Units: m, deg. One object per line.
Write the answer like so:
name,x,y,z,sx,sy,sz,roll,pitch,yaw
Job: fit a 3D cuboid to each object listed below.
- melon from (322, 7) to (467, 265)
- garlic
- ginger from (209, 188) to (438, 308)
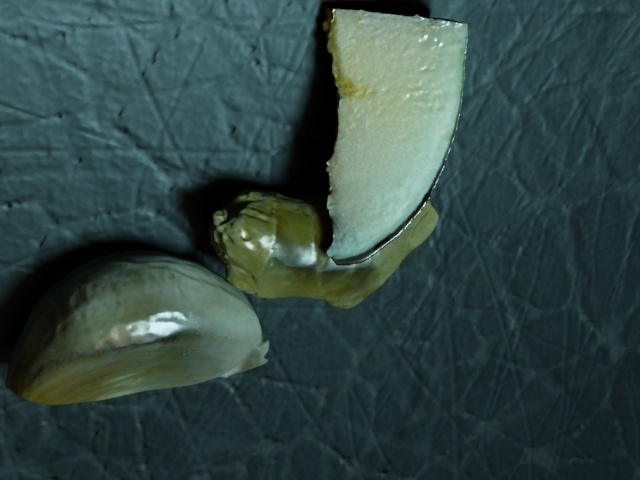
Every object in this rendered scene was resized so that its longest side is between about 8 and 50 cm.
melon,0.050,-0.074,1.324,0.098,0.054,0.182,-2,96,-18
garlic,-0.124,0.057,1.326,0.195,0.087,0.101,-8,135,-28
ginger,0.001,-0.001,1.362,0.190,0.069,0.095,-1,124,-29
